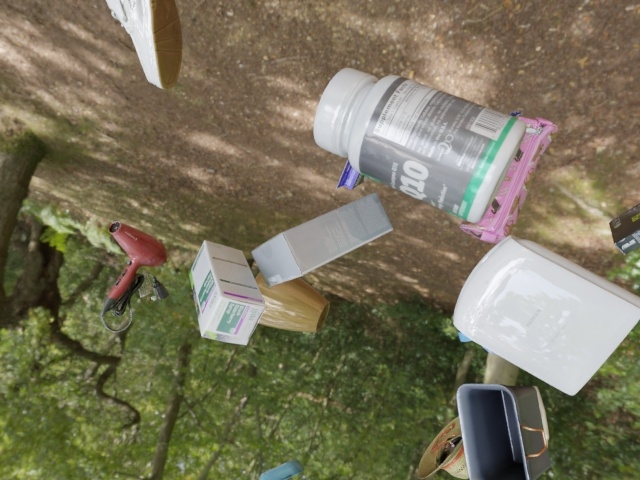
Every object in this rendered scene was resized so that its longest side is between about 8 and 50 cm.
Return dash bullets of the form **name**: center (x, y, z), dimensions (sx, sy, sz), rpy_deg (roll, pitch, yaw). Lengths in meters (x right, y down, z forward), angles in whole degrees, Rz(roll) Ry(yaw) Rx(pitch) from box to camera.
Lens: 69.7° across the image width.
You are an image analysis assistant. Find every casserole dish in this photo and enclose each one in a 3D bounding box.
- **casserole dish**: center (-0.098, 0.574, 1.135), dimensions (0.114, 0.036, 0.188), rpy_deg (-21, 158, -11)

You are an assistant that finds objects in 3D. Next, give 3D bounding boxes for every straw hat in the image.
- **straw hat**: center (0.227, 0.359, 0.762), dimensions (0.061, 0.144, 0.144), rpy_deg (42, 176, 12)

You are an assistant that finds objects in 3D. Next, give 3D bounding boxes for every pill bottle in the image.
- **pill bottle**: center (0.183, -0.195, 0.895), dimensions (0.361, 0.204, 0.204), rpy_deg (28, 175, 19)

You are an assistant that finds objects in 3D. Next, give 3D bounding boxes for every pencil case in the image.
- **pencil case**: center (0.545, -0.173, 1.343), dimensions (0.160, 0.385, 0.167), rpy_deg (24, -178, 42)

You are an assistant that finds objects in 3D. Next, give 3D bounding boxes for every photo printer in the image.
- **photo printer**: center (0.460, 0.150, 0.979), dimensions (0.308, 0.255, 0.107), rpy_deg (30, -160, 7)

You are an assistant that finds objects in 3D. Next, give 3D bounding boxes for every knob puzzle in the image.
- **knob puzzle**: center (0.602, 0.508, 1.306), dimensions (0.030, 0.212, 0.213), rpy_deg (-2, 168, 9)

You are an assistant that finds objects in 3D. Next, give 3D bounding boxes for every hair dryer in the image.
- **hair dryer**: center (-0.496, 0.082, 1.231), dimensions (0.080, 0.293, 0.223), rpy_deg (5, -156, 22)

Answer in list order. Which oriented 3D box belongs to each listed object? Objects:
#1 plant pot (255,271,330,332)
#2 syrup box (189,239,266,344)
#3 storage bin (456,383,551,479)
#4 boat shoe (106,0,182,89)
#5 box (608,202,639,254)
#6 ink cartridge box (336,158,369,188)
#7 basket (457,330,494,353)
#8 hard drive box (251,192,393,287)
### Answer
- **plant pot**: center (-0.104, 0.231, 1.674), dimensions (0.255, 0.236, 0.237), rpy_deg (21, 173, 17)
- **syrup box**: center (-0.196, 0.099, 0.935), dimensions (0.097, 0.093, 0.237), rpy_deg (18, -163, -27)
- **storage bin**: center (0.252, 0.250, 0.603), dimensions (0.091, 0.135, 0.098), rpy_deg (2, 165, -39)
- **boat shoe**: center (-0.298, -0.391, 0.751), dimensions (0.096, 0.276, 0.098), rpy_deg (3, -153, 9)
- **box**: center (0.832, -0.060, 1.156), dimensions (0.045, 0.191, 0.184), rpy_deg (50, -145, 5)
- **ink cartridge box**: center (0.163, -0.298, 1.764), dimensions (0.045, 0.206, 0.208), rpy_deg (38, -137, 18)
- **basket**: center (0.508, 0.199, 1.199), dimensions (0.255, 0.200, 0.289), rpy_deg (-17, 178, 27)
- **hard drive box**: center (0.000, 0.000, 0.946), dimensions (0.232, 0.089, 0.181), rpy_deg (-25, 180, -29)
